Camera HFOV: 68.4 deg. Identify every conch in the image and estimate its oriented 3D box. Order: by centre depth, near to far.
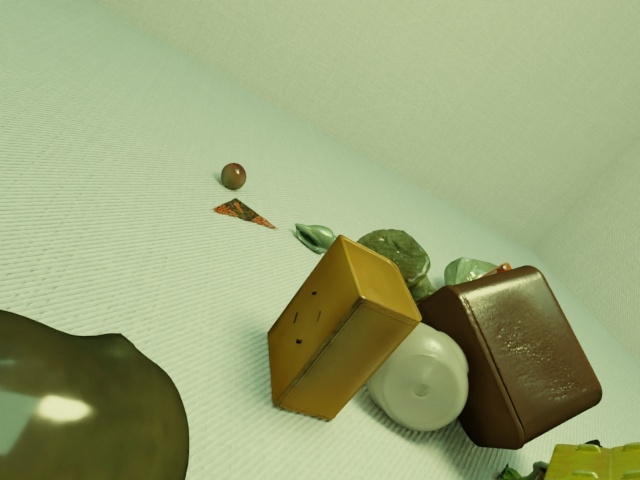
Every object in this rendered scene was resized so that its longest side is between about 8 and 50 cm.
[{"bbox_3d":[-0.002,0.000,1.441,0.180,0.088,0.065,20,-17,-17],"label":"conch"}]

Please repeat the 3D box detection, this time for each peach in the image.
[{"bbox_3d":[-0.263,-0.197,1.436,0.083,0.083,0.083,29,23,-14],"label":"peach"}]

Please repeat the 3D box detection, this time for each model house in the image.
[{"bbox_3d":[0.519,0.507,0.804,0.340,0.324,0.300,44,25,22],"label":"model house"}]

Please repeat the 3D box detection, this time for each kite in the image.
[{"bbox_3d":[-0.228,-0.092,1.361,0.222,0.008,0.125,17,28,-36],"label":"kite"}]

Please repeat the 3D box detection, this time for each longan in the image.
[{"bbox_3d":[-0.279,0.199,0.396,0.350,0.288,0.288,22,25,-48],"label":"longan"}]

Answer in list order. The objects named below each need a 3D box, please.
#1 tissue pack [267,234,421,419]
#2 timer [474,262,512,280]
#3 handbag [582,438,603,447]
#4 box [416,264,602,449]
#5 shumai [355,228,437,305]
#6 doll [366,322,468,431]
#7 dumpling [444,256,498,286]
[{"bbox_3d":[0.032,0.165,0.869,0.145,0.275,0.194,26,25,-21],"label":"tissue pack"},{"bbox_3d":[0.422,0.185,1.315,0.161,0.257,0.250,59,1,33],"label":"timer"},{"bbox_3d":[0.765,0.637,1.205,0.275,0.088,0.244,5,33,-48],"label":"handbag"},{"bbox_3d":[0.406,0.250,1.049,0.229,0.239,0.340,-15,72,-16],"label":"box"},{"bbox_3d":[0.213,0.104,1.430,0.272,0.222,0.204,42,-14,37],"label":"shumai"},{"bbox_3d":[0.207,0.276,1.013,0.251,0.221,0.221,59,20,-12],"label":"doll"},{"bbox_3d":[0.570,0.167,1.695,0.320,0.212,0.270,12,33,-22],"label":"dumpling"}]
